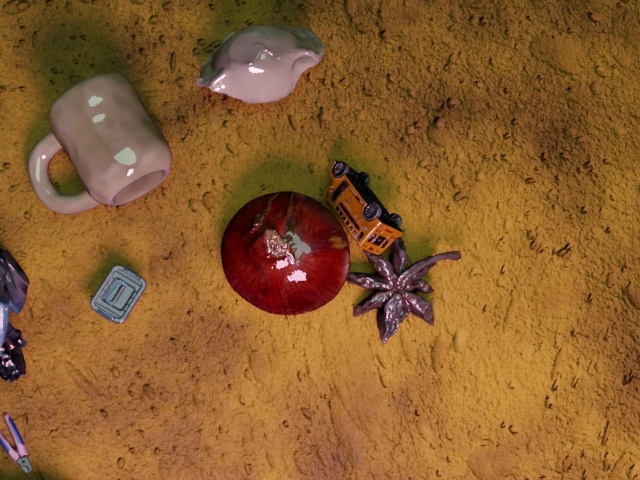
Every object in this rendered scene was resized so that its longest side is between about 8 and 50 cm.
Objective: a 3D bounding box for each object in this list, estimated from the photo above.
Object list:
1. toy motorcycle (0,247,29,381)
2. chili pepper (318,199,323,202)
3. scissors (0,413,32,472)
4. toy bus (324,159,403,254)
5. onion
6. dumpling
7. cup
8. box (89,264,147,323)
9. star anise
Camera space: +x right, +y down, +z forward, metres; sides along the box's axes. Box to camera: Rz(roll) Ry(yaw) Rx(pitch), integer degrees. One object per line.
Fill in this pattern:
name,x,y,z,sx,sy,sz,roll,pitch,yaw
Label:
toy motorcycle,-0.626,0.056,1.653,0.172,0.232,0.416,-26,83,-8
chili pepper,0.000,0.000,1.841,0.050,0.041,0.153,-9,94,11
scissors,-0.554,0.370,1.714,0.039,0.012,0.113,-30,85,-12
toy bus,0.072,-0.066,1.814,0.088,0.083,0.194,-48,49,17
onion,-0.069,0.027,1.764,0.248,0.161,0.248,5,110,14
dumpling,-0.120,-0.357,1.847,0.258,0.147,0.193,-14,41,2
cup,-0.419,-0.162,1.750,0.255,0.173,0.202,-30,83,-12
box,-0.374,0.102,1.767,0.074,0.054,0.099,32,77,-2
star anise,0.157,0.079,1.821,0.209,0.089,0.231,39,89,-7
